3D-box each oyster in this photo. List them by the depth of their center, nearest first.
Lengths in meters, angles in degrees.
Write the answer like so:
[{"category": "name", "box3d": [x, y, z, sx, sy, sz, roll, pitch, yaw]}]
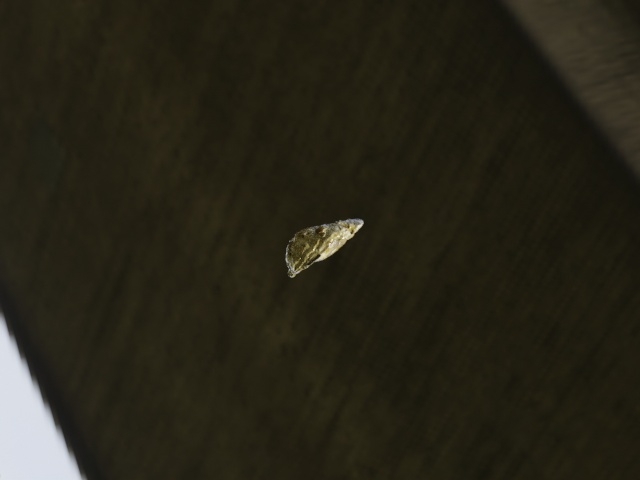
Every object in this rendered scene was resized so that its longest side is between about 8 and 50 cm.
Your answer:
[{"category": "oyster", "box3d": [0.000, 0.000, 1.770, 0.038, 0.083, 0.081, 53, -20, 9]}]
